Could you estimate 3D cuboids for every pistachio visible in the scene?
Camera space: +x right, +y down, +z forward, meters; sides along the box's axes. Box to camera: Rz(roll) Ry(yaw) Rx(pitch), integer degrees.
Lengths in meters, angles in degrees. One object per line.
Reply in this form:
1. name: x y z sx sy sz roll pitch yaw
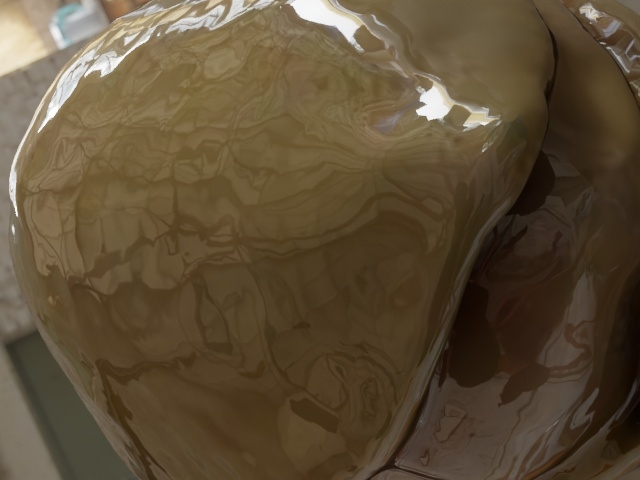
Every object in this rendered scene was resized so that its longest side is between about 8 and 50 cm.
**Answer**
1. pistachio: 0.000 0.000 0.468 0.293 0.162 0.181 -1 74 55
